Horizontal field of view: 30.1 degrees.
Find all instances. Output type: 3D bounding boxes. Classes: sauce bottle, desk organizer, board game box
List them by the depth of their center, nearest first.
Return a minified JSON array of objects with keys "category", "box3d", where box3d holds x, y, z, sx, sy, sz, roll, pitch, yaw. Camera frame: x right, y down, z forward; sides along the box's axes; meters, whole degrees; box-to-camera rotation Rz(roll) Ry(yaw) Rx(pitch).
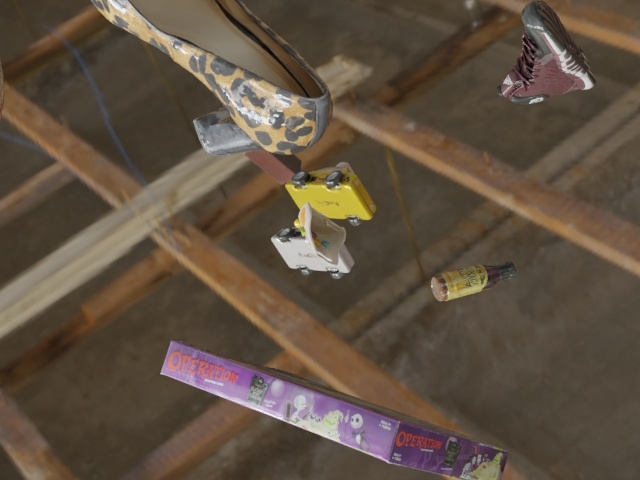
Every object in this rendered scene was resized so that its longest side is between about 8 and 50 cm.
[{"category":"board game box","box3d":[0.010,0.188,1.314,0.347,0.208,0.056,14,-92,42]},{"category":"sauce bottle","box3d":[0.229,0.057,1.769,0.128,0.042,0.042,-16,-145,-17]},{"category":"desk organizer","box3d":[-0.099,-0.171,2.452,0.050,0.130,0.047,-21,-131,31]}]

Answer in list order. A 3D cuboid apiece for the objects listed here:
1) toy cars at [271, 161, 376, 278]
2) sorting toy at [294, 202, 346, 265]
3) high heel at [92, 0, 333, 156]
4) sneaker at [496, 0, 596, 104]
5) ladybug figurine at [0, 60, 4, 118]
[{"category":"toy cars","box3d":[0.016,-0.043,2.216,0.176,0.393,0.087,38,-118,10]},{"category":"sorting toy","box3d":[0.000,0.000,1.693,0.045,0.083,0.075,-36,-136,21]},{"category":"high heel","box3d":[-0.085,-0.180,0.869,0.093,0.261,0.186,-37,-163,-25]},{"category":"sneaker","box3d":[0.375,-0.312,2.123,0.163,0.281,0.106,-25,-120,21]},{"category":"ladybug figurine","box3d":[-0.452,-0.096,1.220,0.449,0.162,0.305,-36,-167,52]}]
